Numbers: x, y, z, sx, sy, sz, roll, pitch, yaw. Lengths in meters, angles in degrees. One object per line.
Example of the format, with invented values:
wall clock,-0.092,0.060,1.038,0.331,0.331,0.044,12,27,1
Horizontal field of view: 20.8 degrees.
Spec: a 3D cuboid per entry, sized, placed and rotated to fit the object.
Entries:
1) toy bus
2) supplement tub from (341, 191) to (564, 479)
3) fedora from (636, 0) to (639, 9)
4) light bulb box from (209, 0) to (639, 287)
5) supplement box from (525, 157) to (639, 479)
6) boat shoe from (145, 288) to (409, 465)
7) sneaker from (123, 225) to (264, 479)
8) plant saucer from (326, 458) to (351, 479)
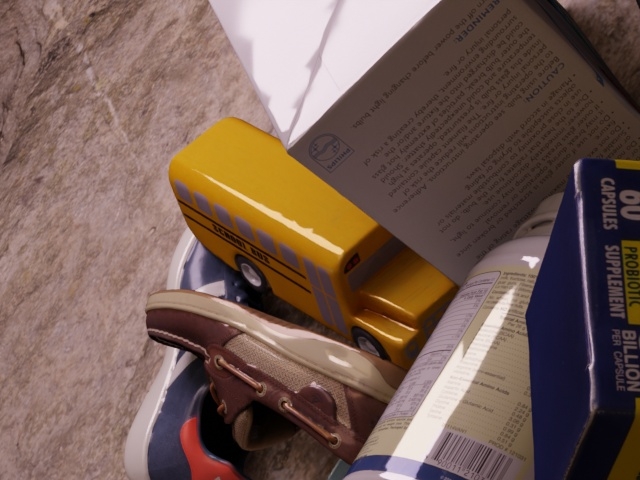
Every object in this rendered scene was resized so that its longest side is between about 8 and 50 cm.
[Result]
toy bus,0.000,0.000,1.714,0.108,0.130,0.333,-39,45,-23
supplement tub,0.179,0.146,1.357,0.235,0.235,0.325,2,50,48
fedora,0.395,-0.234,1.505,0.334,0.152,0.334,-28,44,31
light bulb box,0.111,-0.154,1.584,0.225,0.361,0.358,-43,39,14
supplement box,0.328,0.088,1.144,0.195,0.357,0.194,98,175,-54
boat shoe,-0.055,0.135,1.626,0.342,0.123,0.123,17,82,40
sneaker,-0.084,0.111,1.809,0.148,0.131,0.350,-6,61,34
plant saucer,0.081,0.233,1.527,0.195,0.037,0.195,-26,44,28
